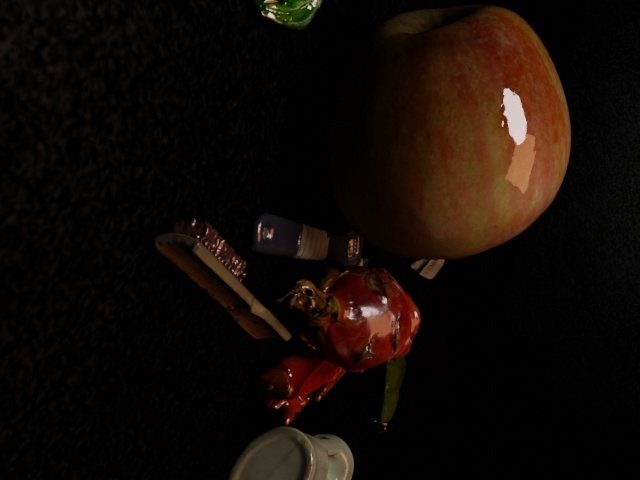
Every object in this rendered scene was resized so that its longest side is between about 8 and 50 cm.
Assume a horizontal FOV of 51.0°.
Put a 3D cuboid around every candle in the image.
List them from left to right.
[{"bbox_3d":[0.012,0.144,0.857,0.301,0.059,0.084,-28,140,-59],"label":"candle"}]

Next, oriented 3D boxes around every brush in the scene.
[{"bbox_3d":[-0.076,0.044,0.613,0.248,0.043,0.036,59,45,-60],"label":"brush"}]

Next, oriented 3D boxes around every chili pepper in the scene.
[{"bbox_3d":[-0.019,-0.217,0.583,0.118,0.035,0.055,-49,136,-26],"label":"chili pepper"}]

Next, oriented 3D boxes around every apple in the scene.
[{"bbox_3d":[0.127,-0.115,0.700,0.257,0.256,0.234,-49,136,-44],"label":"apple"}]

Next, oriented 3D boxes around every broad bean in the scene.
[{"bbox_3d":[0.128,0.225,1.189,0.060,0.043,0.298,-36,139,-41],"label":"broad bean"}]

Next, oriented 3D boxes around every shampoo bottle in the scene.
[{"bbox_3d":[-0.022,0.293,0.836,0.118,0.087,0.234,-48,155,-1],"label":"shampoo bottle"}]

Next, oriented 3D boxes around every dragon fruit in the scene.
[{"bbox_3d":[0.025,0.079,0.741,0.246,0.125,0.126,22,40,-63],"label":"dragon fruit"}]

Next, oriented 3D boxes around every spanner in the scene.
[{"bbox_3d":[0.000,0.000,0.783,0.316,0.024,0.087,14,91,-65],"label":"spanner"}]

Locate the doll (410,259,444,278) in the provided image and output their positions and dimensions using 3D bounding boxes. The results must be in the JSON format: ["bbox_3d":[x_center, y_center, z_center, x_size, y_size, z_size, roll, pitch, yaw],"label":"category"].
[{"bbox_3d":[0.231,-0.036,1.161,0.115,0.105,0.221,9,96,-68],"label":"doll"}]
